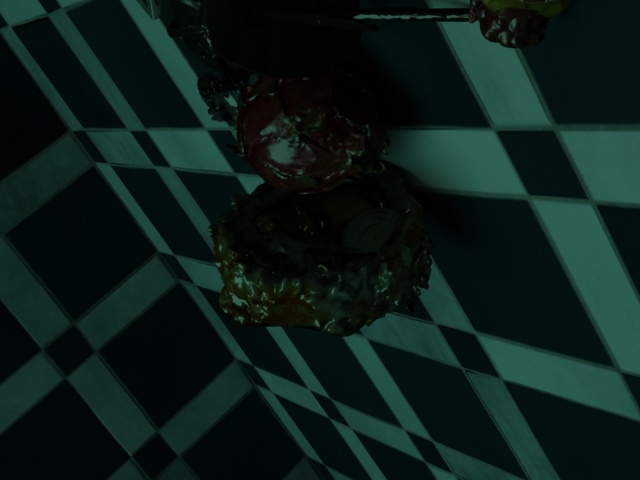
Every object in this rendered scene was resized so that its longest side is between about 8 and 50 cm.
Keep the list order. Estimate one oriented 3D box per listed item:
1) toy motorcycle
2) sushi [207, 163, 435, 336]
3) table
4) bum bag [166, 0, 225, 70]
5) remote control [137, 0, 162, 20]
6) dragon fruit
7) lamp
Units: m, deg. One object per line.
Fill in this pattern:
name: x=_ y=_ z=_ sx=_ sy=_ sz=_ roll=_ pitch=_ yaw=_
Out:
toy motorcycle: x=-0.145 y=-0.260 z=1.968 sx=0.270 sy=0.106 sz=0.159 roll=8 pitch=130 yaw=53
sushi: x=0.001 y=-0.003 z=1.749 sx=0.417 sy=0.417 sz=0.176 roll=30 pitch=142 yaw=38
table: x=0.055 y=-0.348 z=1.318 sx=0.249 sy=0.317 sz=0.317 roll=5 pitch=134 yaw=41
bum bag: x=-0.253 y=-0.448 z=1.880 sx=0.142 sy=0.079 sz=0.326 roll=33 pitch=153 yaw=26
remote control: x=-0.351 y=-0.528 z=1.863 sx=0.313 sy=0.055 sz=0.109 roll=53 pitch=154 yaw=42
dragon fruit: x=-0.016 y=-0.192 z=1.647 sx=0.299 sy=0.244 sz=0.244 roll=21 pitch=147 yaw=44
lamp: x=0.234 y=-0.326 z=1.120 sx=0.118 sy=0.118 sz=0.253 roll=40 pitch=158 yaw=20
